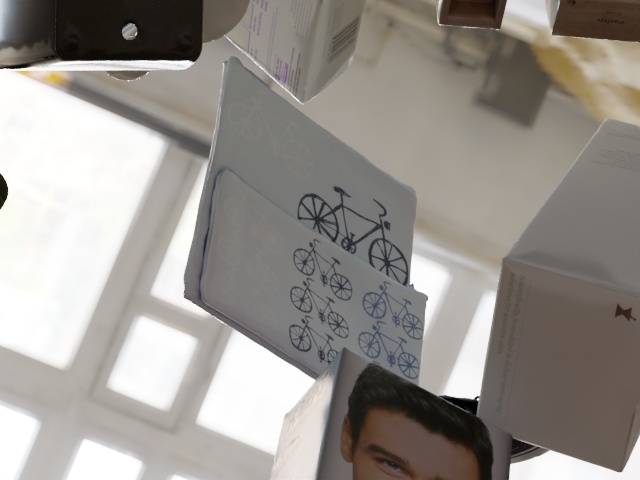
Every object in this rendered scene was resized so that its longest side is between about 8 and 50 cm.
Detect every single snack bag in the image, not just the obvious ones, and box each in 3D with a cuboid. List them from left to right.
[{"bbox_3d":[0.000,0.000,1.888,0.323,0.342,0.037,34,135,-30],"label":"snack bag"}]

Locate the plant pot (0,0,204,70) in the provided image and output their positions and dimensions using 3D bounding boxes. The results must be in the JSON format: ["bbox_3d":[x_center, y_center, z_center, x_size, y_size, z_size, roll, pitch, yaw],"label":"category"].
[{"bbox_3d":[-0.185,-0.227,1.486,0.187,0.188,0.167,-2,-164,-22],"label":"plant pot"}]

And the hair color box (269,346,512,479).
[{"bbox_3d":[0.046,0.282,1.449,0.185,0.113,0.374,28,-143,-12],"label":"hair color box"}]

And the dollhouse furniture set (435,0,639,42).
[{"bbox_3d":[0.265,-0.373,1.556,0.303,0.173,0.355,3,134,-5],"label":"dollhouse furniture set"}]

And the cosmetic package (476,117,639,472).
[{"bbox_3d":[0.291,0.042,1.711,0.155,0.197,0.365,17,-151,18],"label":"cosmetic package"}]

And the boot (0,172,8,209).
[{"bbox_3d":[-0.480,-0.024,1.974,0.269,0.236,0.089,21,145,60],"label":"boot"}]

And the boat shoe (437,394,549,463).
[{"bbox_3d":[0.166,0.179,1.692,0.083,0.183,0.065,73,174,-50],"label":"boat shoe"}]

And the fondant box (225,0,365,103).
[{"bbox_3d":[-0.095,-0.349,2.055,0.330,0.096,0.238,41,155,14],"label":"fondant box"}]

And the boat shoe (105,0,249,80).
[{"bbox_3d":[-0.148,-0.228,1.784,0.184,0.063,0.066,-31,128,32],"label":"boat shoe"}]
